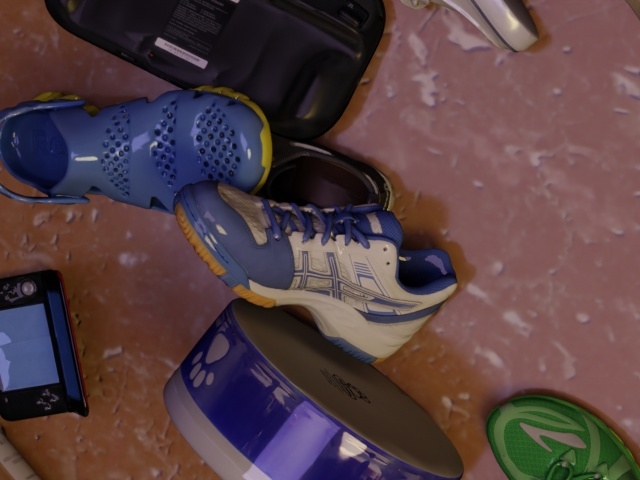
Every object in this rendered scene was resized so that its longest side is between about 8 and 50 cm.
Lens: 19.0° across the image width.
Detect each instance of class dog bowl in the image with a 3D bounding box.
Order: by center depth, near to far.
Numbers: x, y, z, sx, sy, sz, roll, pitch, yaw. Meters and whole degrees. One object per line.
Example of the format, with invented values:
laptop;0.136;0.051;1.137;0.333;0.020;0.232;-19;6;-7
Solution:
dog bowl;-0.005;0.169;1.712;0.265;0.265;0.104;38;100;8

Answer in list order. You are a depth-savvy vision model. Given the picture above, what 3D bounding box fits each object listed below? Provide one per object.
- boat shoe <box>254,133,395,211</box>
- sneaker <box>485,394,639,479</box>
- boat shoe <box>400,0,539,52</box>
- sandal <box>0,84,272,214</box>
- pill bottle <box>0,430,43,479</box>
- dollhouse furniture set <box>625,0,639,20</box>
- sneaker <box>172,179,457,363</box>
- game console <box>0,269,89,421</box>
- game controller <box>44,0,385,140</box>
boat shoe;-0.047;-0.067;1.799;0.233;0.079;0.084;17;100;13
sneaker;0.247;0.249;1.708;0.109;0.123;0.295;-43;61;11
boat shoe;0.093;-0.255;1.749;0.084;0.095;0.258;-45;74;17
sandal;-0.191;-0.078;1.763;0.317;0.138;0.126;-2;97;30
pill bottle;-0.300;0.300;1.862;0.131;0.131;0.229;-42;85;13
dollhouse furniture set;0.295;-0.370;1.698;0.197;0.151;0.301;-32;105;34
sneaker;0.000;0.000;1.707;0.131;0.296;0.112;-40;46;22
game console;-0.282;0.105;1.864;0.124;0.085;0.144;-10;92;14
game controller;-0.103;-0.222;1.800;0.319;0.067;0.166;27;97;10
